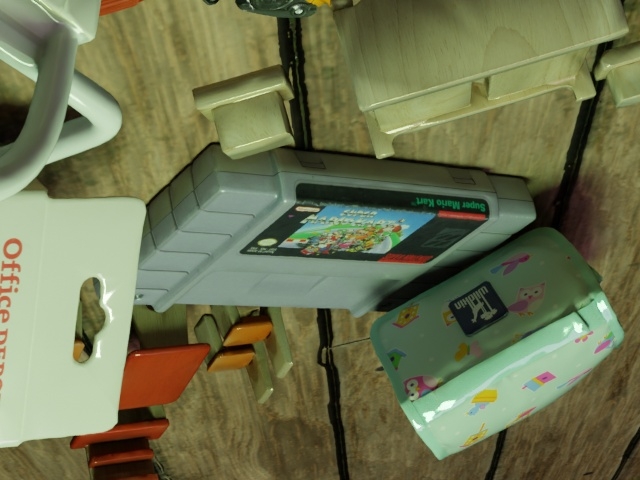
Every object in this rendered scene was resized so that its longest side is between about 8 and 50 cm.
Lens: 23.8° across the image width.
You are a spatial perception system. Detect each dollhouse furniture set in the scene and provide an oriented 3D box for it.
[{"bbox_3d":[-0.181,0.157,1.541,0.262,0.135,0.259,-5,156,-22],"label":"dollhouse furniture set"},{"bbox_3d":[0.103,-0.161,0.889,0.356,0.173,0.303,-16,174,2],"label":"dollhouse furniture set"}]

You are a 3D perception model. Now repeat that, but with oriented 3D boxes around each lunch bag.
[{"bbox_3d":[0.171,0.099,1.474,0.223,0.160,0.262,-29,177,4],"label":"lunch bag"}]

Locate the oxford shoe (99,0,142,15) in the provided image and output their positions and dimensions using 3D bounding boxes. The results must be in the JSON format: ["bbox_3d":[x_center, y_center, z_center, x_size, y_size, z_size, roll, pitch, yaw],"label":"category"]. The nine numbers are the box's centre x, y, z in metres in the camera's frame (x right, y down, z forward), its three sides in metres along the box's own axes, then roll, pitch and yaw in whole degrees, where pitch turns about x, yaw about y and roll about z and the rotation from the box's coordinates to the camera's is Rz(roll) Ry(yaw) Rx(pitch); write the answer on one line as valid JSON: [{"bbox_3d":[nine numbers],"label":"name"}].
[{"bbox_3d":[-0.158,-0.178,0.838,0.097,0.098,0.271,-13,177,4],"label":"oxford shoe"}]

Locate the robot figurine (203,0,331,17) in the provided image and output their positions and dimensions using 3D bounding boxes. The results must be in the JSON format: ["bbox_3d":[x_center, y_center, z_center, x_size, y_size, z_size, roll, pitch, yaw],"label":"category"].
[{"bbox_3d":[-0.023,-0.218,0.822,0.211,0.085,0.291,-25,155,24],"label":"robot figurine"}]

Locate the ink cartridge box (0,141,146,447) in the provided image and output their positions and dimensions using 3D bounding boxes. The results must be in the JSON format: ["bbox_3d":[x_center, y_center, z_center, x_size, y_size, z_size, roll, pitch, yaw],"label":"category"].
[{"bbox_3d":[-0.317,0.040,1.082,0.354,0.119,0.207,0,111,-29],"label":"ink cartridge box"}]

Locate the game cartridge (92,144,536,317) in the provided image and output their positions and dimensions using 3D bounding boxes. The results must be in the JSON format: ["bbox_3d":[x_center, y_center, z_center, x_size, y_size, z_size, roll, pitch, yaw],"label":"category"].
[{"bbox_3d":[0.000,0.000,1.385,0.355,0.068,0.230,4,156,-36],"label":"game cartridge"}]

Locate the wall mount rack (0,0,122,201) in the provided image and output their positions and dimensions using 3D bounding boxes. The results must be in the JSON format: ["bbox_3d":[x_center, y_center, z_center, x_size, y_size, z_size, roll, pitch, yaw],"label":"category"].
[{"bbox_3d":[-0.185,-0.180,0.539,0.130,0.350,0.304,-15,148,33],"label":"wall mount rack"}]
